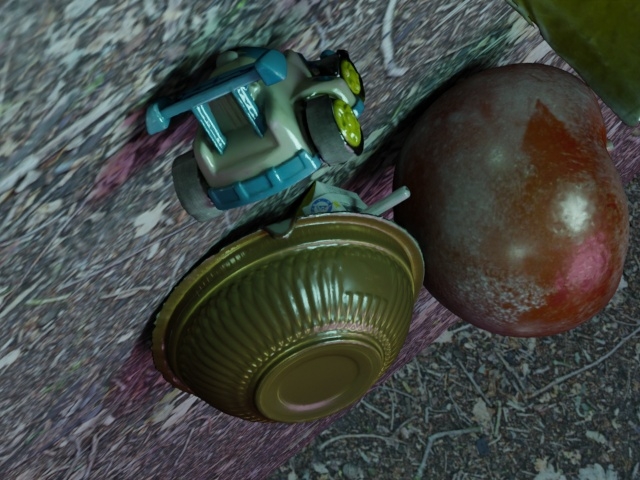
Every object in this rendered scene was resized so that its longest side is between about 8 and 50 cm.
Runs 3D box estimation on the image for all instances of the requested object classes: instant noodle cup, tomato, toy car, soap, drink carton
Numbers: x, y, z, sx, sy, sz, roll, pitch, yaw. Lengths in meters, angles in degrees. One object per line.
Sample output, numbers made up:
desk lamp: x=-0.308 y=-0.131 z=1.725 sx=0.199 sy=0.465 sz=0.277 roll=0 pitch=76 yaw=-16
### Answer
instant noodle cup: x=-0.016 y=0.095 z=1.577 sx=0.274 sy=0.090 sz=0.274 roll=-15 pitch=142 yaw=-12
tomato: x=0.183 y=-0.034 z=1.684 sx=0.227 sy=0.270 sz=0.270 roll=-13 pitch=169 yaw=3
toy car: x=-0.038 y=-0.097 z=1.131 sx=0.126 sy=0.098 sz=0.161 roll=-19 pitch=-151 yaw=23
soap: x=0.161 y=-0.193 z=1.026 sx=0.135 sy=0.233 sz=0.076 roll=-46 pitch=172 yaw=19
drink carton: x=0.000 y=0.000 z=1.613 sx=0.200 sy=0.074 sz=0.084 roll=-47 pitch=144 yaw=20
